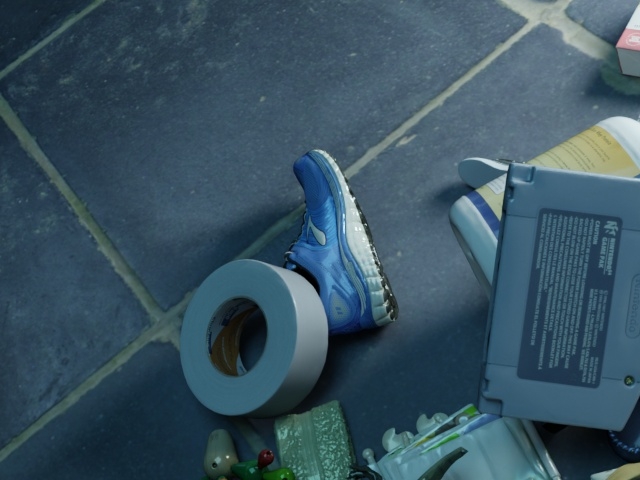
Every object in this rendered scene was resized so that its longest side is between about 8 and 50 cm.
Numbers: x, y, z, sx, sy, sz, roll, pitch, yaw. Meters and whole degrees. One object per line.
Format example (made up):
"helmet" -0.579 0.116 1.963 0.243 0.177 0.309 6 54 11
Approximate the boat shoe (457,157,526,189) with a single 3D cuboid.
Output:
"boat shoe" 0.273 -0.098 1.679 0.142 0.049 0.040 13 29 33

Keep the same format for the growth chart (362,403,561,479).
"growth chart" 0.178 0.288 1.451 0.237 0.021 0.172 -22 50 8

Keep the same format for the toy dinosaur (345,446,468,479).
"toy dinosaur" 0.070 0.349 1.414 0.118 0.064 0.268 30 86 31

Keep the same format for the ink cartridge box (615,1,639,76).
"ink cartridge box" 0.542 -0.336 1.713 0.115 0.067 0.198 17 64 33

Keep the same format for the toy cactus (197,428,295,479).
"toy cactus" -0.141 0.328 1.519 0.219 0.112 0.180 -35 34 18

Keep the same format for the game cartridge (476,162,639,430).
"game cartridge" 0.299 0.068 1.327 0.198 0.062 0.297 7 93 -3

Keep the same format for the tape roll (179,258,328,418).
"tape roll" -0.096 0.140 1.594 0.219 0.072 0.219 -11 71 36

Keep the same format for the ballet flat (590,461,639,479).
"ballet flat" 0.320 0.316 1.333 0.232 0.080 0.073 -35 38 -4

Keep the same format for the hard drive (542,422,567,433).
"hard drive" 0.330 0.176 1.420 0.022 0.094 0.135 33 71 6

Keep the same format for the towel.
"towel" -0.006 0.291 1.528 0.110 0.027 0.148 -19 51 9

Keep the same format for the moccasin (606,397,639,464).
"moccasin" 0.450 0.117 1.389 0.137 0.117 0.342 23 70 35

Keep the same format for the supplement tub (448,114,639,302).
"supplement tub" 0.350 -0.019 1.461 0.316 0.228 0.228 -29 49 3

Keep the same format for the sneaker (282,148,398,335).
"sneaker" 0.000 0.000 1.672 0.147 0.130 0.330 -21 50 5
